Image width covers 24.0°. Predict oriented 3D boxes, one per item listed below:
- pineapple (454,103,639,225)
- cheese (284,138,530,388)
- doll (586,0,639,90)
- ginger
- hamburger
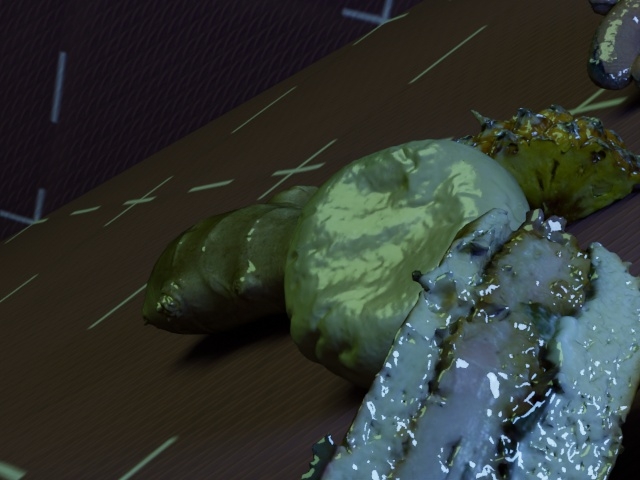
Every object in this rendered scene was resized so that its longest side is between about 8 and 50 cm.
[{"bbox_3d":[0.185,-0.064,1.419,0.233,0.135,0.079,-28,15,12],"label":"pineapple"},{"bbox_3d":[0.074,0.022,1.309,0.226,0.117,0.214,-16,50,35],"label":"cheese"},{"bbox_3d":[0.402,-0.260,1.707,0.201,0.156,0.303,21,65,22],"label":"doll"},{"bbox_3d":[-0.034,0.030,1.689,0.375,0.166,0.236,4,12,37],"label":"ginger"},{"bbox_3d":[0.100,0.107,0.915,0.282,0.155,0.245,-63,-8,-7],"label":"hamburger"}]
